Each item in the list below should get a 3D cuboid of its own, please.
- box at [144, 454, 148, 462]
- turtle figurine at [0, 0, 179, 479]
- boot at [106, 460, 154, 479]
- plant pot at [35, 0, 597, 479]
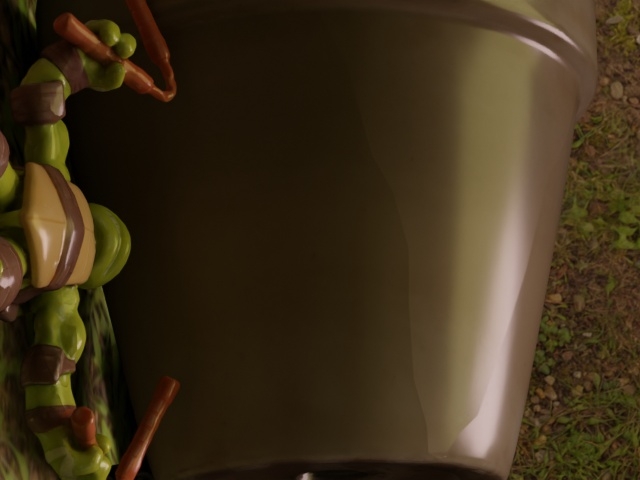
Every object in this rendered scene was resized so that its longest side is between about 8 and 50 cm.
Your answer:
[{"bbox_3d":[-0.092,0.124,1.111,0.081,0.028,0.136,15,-62,64],"label":"box"},{"bbox_3d":[-0.134,-0.019,0.772,0.217,0.087,0.270,30,62,-73],"label":"turtle figurine"},{"bbox_3d":[-0.092,0.235,0.946,0.263,0.091,0.229,71,8,-87],"label":"boot"},{"bbox_3d":[0.000,0.000,0.967,0.323,0.323,0.280,64,24,-72],"label":"plant pot"}]
